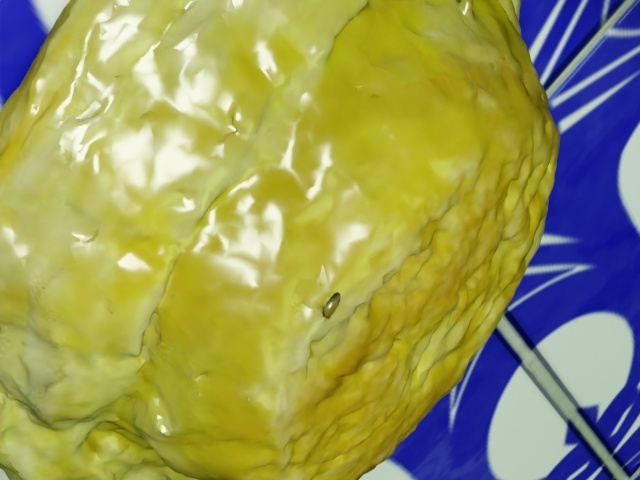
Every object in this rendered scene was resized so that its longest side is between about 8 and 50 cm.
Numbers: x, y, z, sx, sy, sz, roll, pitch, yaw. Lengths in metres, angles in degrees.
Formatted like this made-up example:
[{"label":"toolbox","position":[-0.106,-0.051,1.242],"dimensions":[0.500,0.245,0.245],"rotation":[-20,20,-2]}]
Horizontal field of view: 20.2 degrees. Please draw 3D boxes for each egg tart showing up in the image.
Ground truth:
[{"label":"egg tart","position":[0.000,0.000,0.701],"dimensions":[0.319,0.128,0.319],"rotation":[-36,147,-28]}]
